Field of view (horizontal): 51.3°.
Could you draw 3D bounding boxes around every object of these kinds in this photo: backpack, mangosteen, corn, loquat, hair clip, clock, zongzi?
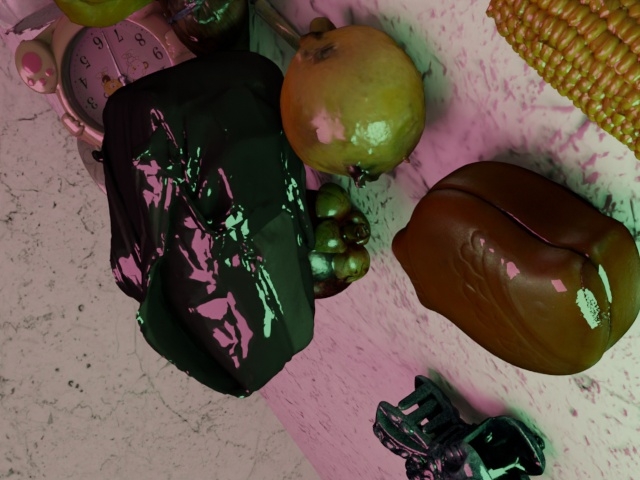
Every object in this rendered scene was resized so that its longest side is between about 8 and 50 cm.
[{"bbox_3d":[-0.152,-0.009,0.892,0.363,0.255,0.445,8,116,62],"label":"backpack"},{"bbox_3d":[0.000,0.000,1.049,0.200,0.200,0.199,44,158,23],"label":"mangosteen"},{"bbox_3d":[0.236,-0.101,0.444,0.293,0.106,0.106,49,160,19],"label":"corn"},{"bbox_3d":[0.030,-0.155,0.730,0.204,0.150,0.172,68,162,8],"label":"loquat"},{"bbox_3d":[0.228,0.366,1.115,0.310,0.195,0.206,13,129,62],"label":"hair clip"},{"bbox_3d":[-0.333,-0.278,1.163,0.309,0.284,0.114,54,-168,-12],"label":"clock"},{"bbox_3d":[-0.132,-0.272,0.902,0.242,0.112,0.221,63,177,-36],"label":"zongzi"}]

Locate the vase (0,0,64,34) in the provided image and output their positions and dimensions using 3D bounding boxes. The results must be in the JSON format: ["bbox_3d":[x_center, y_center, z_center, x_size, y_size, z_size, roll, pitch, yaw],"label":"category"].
[{"bbox_3d":[-0.589,-0.624,1.210,0.250,0.250,0.445,11,130,62],"label":"vase"}]

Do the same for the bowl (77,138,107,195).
[{"bbox_3d":[-0.333,-0.170,1.383,0.307,0.163,0.307,41,-159,-19],"label":"bowl"}]

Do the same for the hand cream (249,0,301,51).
[{"bbox_3d":[-0.054,-0.285,0.882,0.102,0.022,0.035,46,160,5],"label":"hand cream"}]

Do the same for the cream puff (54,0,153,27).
[{"bbox_3d":[-0.229,-0.390,0.717,0.323,0.270,0.274,120,130,-77],"label":"cream puff"}]

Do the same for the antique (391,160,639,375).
[{"bbox_3d":[0.196,0.024,0.681,0.223,0.129,0.278,58,160,-15],"label":"antique"}]
